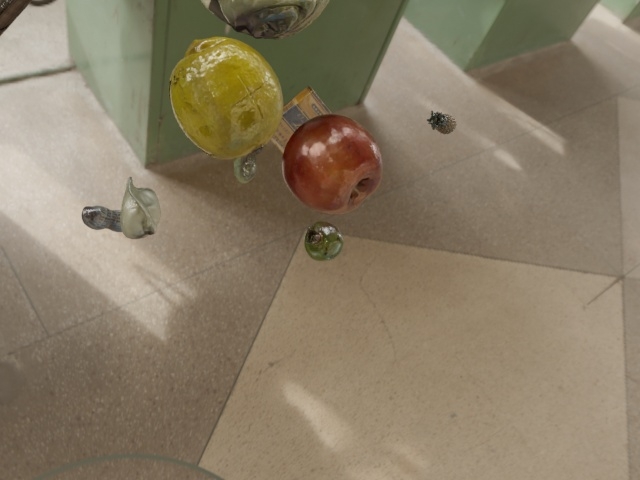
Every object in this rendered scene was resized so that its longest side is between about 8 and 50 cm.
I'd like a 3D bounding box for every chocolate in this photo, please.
[{"bbox_3d":[-0.624,-0.062,1.705,0.072,0.072,0.167,54,18,21],"label":"chocolate"}]

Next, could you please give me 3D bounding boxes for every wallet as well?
[{"bbox_3d":[-0.583,-0.478,1.115,0.042,0.230,0.124,21,50,-46],"label":"wallet"}]

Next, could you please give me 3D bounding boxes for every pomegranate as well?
[{"bbox_3d":[-0.004,-0.003,1.821,0.159,0.129,0.129,30,42,-39],"label":"pomegranate"}]

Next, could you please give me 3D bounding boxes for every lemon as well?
[{"bbox_3d":[-0.239,-0.357,1.483,0.297,0.297,0.297,10,52,-13],"label":"lemon"}]

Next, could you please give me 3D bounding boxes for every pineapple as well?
[{"bbox_3d":[0.407,-0.403,1.982,0.074,0.074,0.159,53,26,21],"label":"pineapple"}]

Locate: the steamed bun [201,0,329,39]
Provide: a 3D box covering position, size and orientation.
[{"bbox_3d":[-0.104,-0.511,1.114,0.347,0.394,0.237,6,82,31],"label":"steamed bun"}]

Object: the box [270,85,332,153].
[{"bbox_3d":[-0.083,-0.435,2.151,0.152,0.237,0.070,46,14,-36],"label":"box"}]

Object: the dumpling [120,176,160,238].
[{"bbox_3d":[-0.420,-0.078,1.354,0.092,0.150,0.176,-3,18,-6],"label":"dumpling"}]

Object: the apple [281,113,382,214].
[{"bbox_3d":[0.025,-0.166,1.286,0.218,0.218,0.201,-30,64,-34],"label":"apple"}]

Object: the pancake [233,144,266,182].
[{"bbox_3d":[-0.214,-0.296,1.821,0.037,0.253,0.253,16,50,7],"label":"pancake"}]
